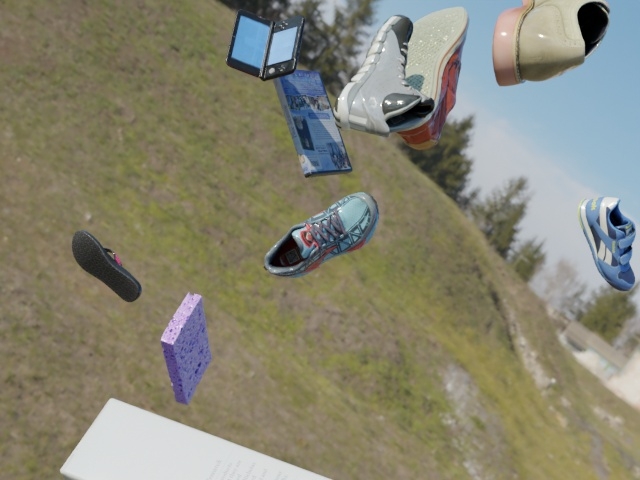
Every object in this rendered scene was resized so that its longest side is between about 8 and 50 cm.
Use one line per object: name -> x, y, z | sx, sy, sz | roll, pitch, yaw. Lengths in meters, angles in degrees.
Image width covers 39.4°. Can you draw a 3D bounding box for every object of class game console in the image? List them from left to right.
game console -> -0.110, -0.409, 1.828 | 0.124, 0.144, 0.085 | -7, -28, 35

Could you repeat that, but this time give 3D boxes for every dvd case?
dvd case -> -0.018, -0.266, 2.019 | 0.180, 0.022, 0.253 | -11, 81, -57

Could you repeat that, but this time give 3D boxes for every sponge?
sponge -> -0.252, 0.207, 1.696 | 0.031, 0.117, 0.210 | 16, -40, 14

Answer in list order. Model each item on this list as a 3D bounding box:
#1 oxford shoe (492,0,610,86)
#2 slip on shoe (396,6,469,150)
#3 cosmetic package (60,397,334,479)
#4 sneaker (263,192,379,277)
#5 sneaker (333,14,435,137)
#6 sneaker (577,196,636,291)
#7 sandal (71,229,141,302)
oxford shoe -> 0.388, -0.342, 1.415 | 0.147, 0.397, 0.140 | 4, -55, 26
slip on shoe -> 0.191, -0.288, 1.553 | 0.123, 0.331, 0.101 | -4, -42, 29
cosmetic package -> -0.175, 0.449, 1.478 | 0.453, 0.161, 0.230 | 16, -40, 19
sneaker -> 0.000, 0.000, 1.746 | 0.104, 0.262, 0.125 | 57, 19, 10
sneaker -> 0.125, -0.241, 1.367 | 0.132, 0.228, 0.086 | 21, -24, 21
sneaker -> 0.408, 0.004, 1.236 | 0.053, 0.059, 0.144 | -38, 105, -47
sandal -> -0.418, 0.050, 1.756 | 0.179, 0.067, 0.040 | 43, 26, 3
